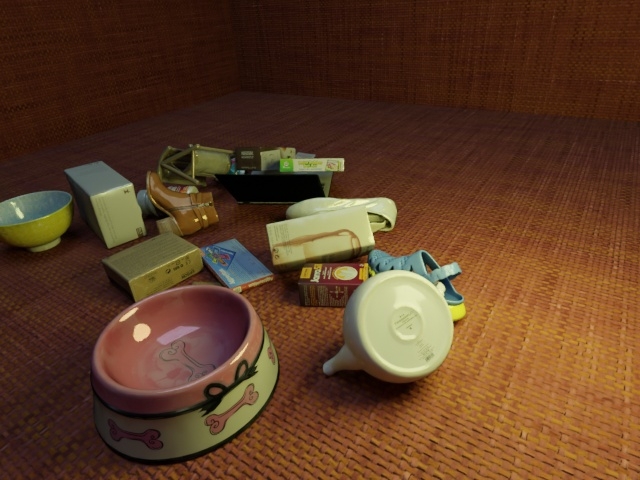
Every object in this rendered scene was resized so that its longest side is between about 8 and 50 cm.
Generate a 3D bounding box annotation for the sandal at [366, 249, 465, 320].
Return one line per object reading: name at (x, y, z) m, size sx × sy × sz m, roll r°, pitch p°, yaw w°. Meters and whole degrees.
sandal at (0.261, 0.085, 1.146) m, size 0.317 × 0.138 × 0.126 m, roll 26°, pitch 26°, yaw 39°

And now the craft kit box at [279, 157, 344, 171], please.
craft kit box at (-0.031, -0.307, 1.716) m, size 0.246 × 0.061 × 0.250 m, roll 2°, pitch 11°, yaw 0°

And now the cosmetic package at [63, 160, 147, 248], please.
cosmetic package at (-0.823, -0.148, 1.618) m, size 0.156 × 0.218 × 0.384 m, roll -24°, pitch 34°, yaw -32°

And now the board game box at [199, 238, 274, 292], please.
board game box at (-0.276, 0.075, 1.342) m, size 0.144 × 0.027 × 0.281 m, roll -16°, pitch 32°, yaw -31°

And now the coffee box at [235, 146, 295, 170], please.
coffee box at (-0.233, -0.353, 1.834) m, size 0.141 × 0.099 × 0.246 m, roll 6°, pitch 13°, yaw 30°

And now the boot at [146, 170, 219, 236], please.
boot at (-0.514, -0.154, 1.576) m, size 0.219 × 0.109 × 0.284 m, roll -19°, pitch 71°, yaw -12°

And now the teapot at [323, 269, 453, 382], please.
teapot at (0.158, 0.191, 0.948) m, size 0.255 × 0.187 × 0.253 m, roll 13°, pitch 71°, yaw -9°

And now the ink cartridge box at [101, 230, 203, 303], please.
ink cartridge box at (-0.518, 0.076, 1.319) m, size 0.193 × 0.088 × 0.234 m, roll 22°, pitch 40°, yaw 39°

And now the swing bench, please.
swing bench at (-0.507, -0.309, 1.789) m, size 0.254 × 0.166 × 0.253 m, roll 7°, pitch 7°, yaw 33°

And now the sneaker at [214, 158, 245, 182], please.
sneaker at (-0.440, -0.355, 2.025) m, size 0.178 × 0.124 × 0.296 m, roll 2°, pitch 31°, yaw -8°

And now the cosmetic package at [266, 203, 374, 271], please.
cosmetic package at (0.000, 0.000, 1.265) m, size 0.295 × 0.153 × 0.129 m, roll -13°, pitch 75°, yaw 0°

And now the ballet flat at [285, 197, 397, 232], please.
ballet flat at (0.075, -0.077, 1.491) m, size 0.399 × 0.139 × 0.139 m, roll -3°, pitch 30°, yaw 0°

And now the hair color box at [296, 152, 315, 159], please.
hair color box at (-0.077, -0.385, 2.051) m, size 0.092 × 0.054 × 0.167 m, roll 8°, pitch 19°, yaw 2°

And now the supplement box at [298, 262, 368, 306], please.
supplement box at (0.039, 0.123, 1.178) m, size 0.187 × 0.081 × 0.104 m, roll 0°, pitch 31°, yaw 7°

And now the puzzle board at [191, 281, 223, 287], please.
puzzle board at (-0.343, 0.162, 1.227) m, size 0.096 × 0.011 × 0.128 m, roll 1°, pitch 31°, yaw 6°

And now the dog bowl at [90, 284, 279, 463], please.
dog bowl at (-0.300, 0.253, 0.930) m, size 0.407 × 0.151 × 0.408 m, roll -3°, pitch 30°, yaw 1°

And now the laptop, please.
laptop at (-0.160, -0.270, 1.713) m, size 0.381 × 0.237 × 0.408 m, roll 2°, pitch 40°, yaw 8°

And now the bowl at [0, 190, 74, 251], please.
bowl at (-1.029, -0.053, 1.533) m, size 0.288 × 0.156 × 0.290 m, roll -3°, pitch 31°, yaw 2°

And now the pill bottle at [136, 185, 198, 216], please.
pill bottle at (-0.605, -0.156, 1.693) m, size 0.220 × 0.121 × 0.121 m, roll -1°, pitch 30°, yaw 4°
